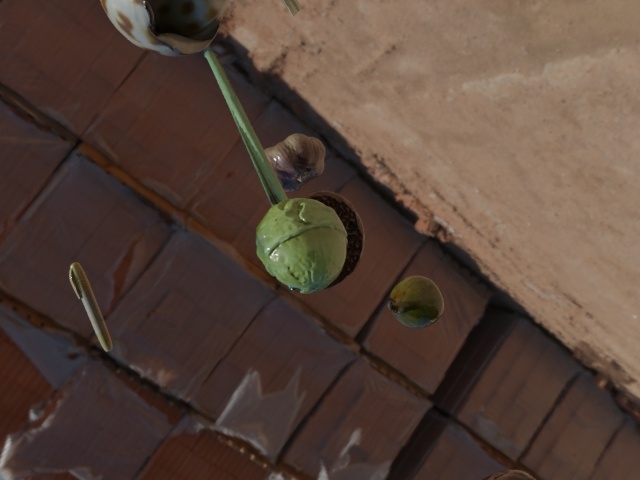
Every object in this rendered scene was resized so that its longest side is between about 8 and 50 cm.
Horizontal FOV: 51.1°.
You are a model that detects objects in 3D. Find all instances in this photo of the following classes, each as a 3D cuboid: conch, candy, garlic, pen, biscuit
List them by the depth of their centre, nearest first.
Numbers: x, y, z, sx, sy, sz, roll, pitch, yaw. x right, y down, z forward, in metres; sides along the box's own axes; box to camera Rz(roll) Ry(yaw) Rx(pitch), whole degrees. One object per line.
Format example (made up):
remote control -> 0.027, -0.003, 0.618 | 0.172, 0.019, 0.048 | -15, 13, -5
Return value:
candy -> -0.067, -0.090, 0.730 | 0.092, 0.093, 0.335 | 84, 161, -62
conch -> -0.210, -0.340, 0.913 | 0.149, 0.182, 0.275 | 13, -174, 22
biscuit -> 0.000, 0.000, 1.272 | 0.192, 0.192, 0.049 | 41, 177, -26
garlic -> -0.060, -0.171, 1.518 | 0.102, 0.159, 0.147 | 59, 146, 27
pen -> -0.561, 0.164, 1.633 | 0.032, 0.040, 0.233 | -12, 100, 54

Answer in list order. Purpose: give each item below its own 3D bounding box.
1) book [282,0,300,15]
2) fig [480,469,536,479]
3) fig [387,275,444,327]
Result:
book -> -0.058, -0.246, 0.560 | 0.111, 0.014, 0.077 | 57, -171, 7
fig -> 0.359, 0.561, 1.275 | 0.224, 0.224, 0.263 | 34, 133, 14
fig -> 0.193, 0.144, 1.498 | 0.124, 0.124, 0.236 | 32, -164, 25
